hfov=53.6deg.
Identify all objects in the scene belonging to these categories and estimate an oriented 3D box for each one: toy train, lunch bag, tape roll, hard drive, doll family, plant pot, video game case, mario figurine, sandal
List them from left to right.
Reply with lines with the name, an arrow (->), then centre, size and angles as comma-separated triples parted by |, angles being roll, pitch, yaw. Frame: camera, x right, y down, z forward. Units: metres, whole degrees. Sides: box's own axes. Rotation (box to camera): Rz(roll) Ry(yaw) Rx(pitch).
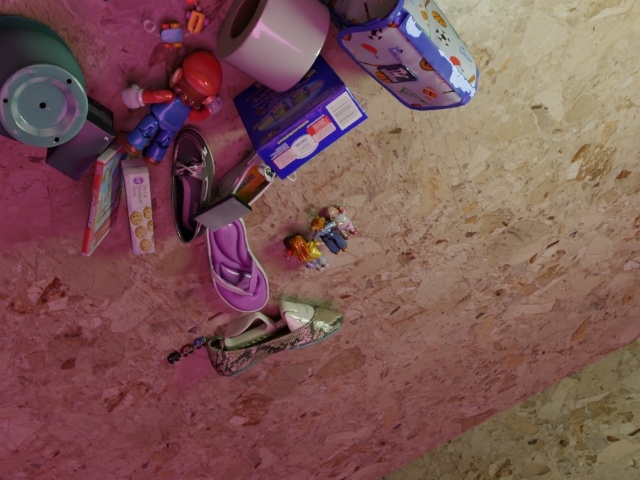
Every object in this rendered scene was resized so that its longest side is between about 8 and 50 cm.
plant pot -> -0.645, -0.336, 1.409 | 0.272, 0.255, 0.271 | -20, 127, -28
video game case -> -0.562, -0.124, 1.671 | 0.025, 0.204, 0.285 | 18, 118, -5
mario figurine -> -0.378, -0.353, 1.625 | 0.170, 0.198, 0.320 | 43, 97, 8
toy train -> -0.347, -0.551, 1.543 | 0.166, 0.046, 0.125 | -41, 126, 7
toy train -> -0.457, 0.374, 2.174 | 0.158, 0.027, 0.036 | -30, 118, 3
hard drive -> -0.272, -0.078, 1.773 | 0.135, 0.022, 0.094 | -27, 147, 17
sandal -> -0.270, 0.090, 1.986 | 0.169, 0.102, 0.416 | -21, 126, -5
tape roll -> -0.116, -0.505, 1.530 | 0.169, 0.246, 0.246 | 25, 113, -31
doll family -> 0.000, 0.000, 2.011 | 0.263, 0.118, 0.163 | -38, 128, 9
lunch bag -> 0.195, -0.503, 1.555 | 0.239, 0.385, 0.328 | -46, 127, 14

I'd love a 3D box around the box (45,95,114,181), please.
box -> -0.600, -0.259, 1.585 | 0.156, 0.158, 0.093 | -45, 126, 14

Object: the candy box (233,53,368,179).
candy box -> -0.061, -0.339, 1.622 | 0.268, 0.317, 0.122 | -35, 130, 8

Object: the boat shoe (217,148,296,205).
boat shoe -> -0.146, -0.210, 1.785 | 0.367, 0.156, 0.136 | -41, 127, 12

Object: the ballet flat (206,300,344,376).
ballet flat -> -0.163, 0.308, 2.158 | 0.483, 0.164, 0.182 | -22, 119, 1

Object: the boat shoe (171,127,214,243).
boat shoe -> -0.361, -0.144, 1.771 | 0.112, 0.095, 0.335 | 8, 122, 5

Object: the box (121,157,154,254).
box -> -0.502, -0.086, 1.754 | 0.067, 0.063, 0.324 | -8, 141, -19
